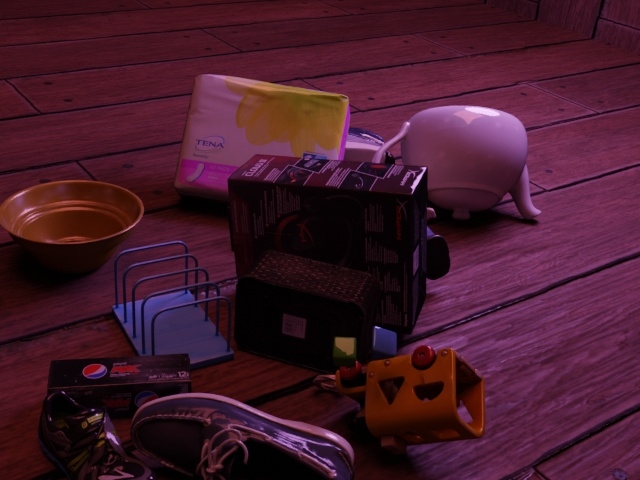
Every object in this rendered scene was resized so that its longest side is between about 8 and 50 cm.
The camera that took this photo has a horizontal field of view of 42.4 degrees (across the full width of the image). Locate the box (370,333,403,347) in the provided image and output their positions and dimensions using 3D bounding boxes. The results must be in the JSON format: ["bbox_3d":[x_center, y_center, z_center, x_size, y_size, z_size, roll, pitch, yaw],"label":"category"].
[{"bbox_3d":[0.077,0.129,1.195,0.083,0.018,0.067,14,29,16],"label":"box"}]

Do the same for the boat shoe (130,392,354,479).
[{"bbox_3d":[-0.089,0.237,0.898,0.254,0.095,0.079,16,18,1],"label":"boat shoe"}]

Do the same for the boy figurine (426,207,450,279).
[{"bbox_3d":[0.100,-0.022,1.401,0.177,0.092,0.285,-28,34,-10],"label":"boy figurine"}]

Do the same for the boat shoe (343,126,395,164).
[{"bbox_3d":[-0.022,-0.178,1.655,0.340,0.127,0.158,13,21,-2],"label":"boat shoe"}]

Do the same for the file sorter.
[{"bbox_3d":[-0.205,0.089,1.131,0.118,0.105,0.170,-12,33,-27],"label":"file sorter"}]

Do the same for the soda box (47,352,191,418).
[{"bbox_3d":[-0.244,0.179,1.010,0.168,0.053,0.060,-1,29,-13],"label":"soda box"}]

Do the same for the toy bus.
[{"bbox_3d":[0.094,0.197,0.979,0.190,0.202,0.104,10,58,-7],"label":"toy bus"}]

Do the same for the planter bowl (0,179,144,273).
[{"bbox_3d":[-0.386,-0.010,1.292,0.217,0.090,0.217,4,29,-2],"label":"planter bowl"}]

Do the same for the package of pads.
[{"bbox_3d":[-0.103,-0.174,1.500,0.296,0.229,0.101,9,-10,5],"label":"package of pads"}]

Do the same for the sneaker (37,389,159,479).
[{"bbox_3d":[-0.248,0.226,0.898,0.188,0.078,0.067,27,36,33],"label":"sneaker"}]

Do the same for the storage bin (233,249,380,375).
[{"bbox_3d":[-0.019,0.099,1.125,0.180,0.122,0.084,13,29,13],"label":"storage bin"}]

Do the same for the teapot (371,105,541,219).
[{"bbox_3d":[0.260,-0.131,1.542,0.256,0.187,0.252,1,-11,29],"label":"teapot"}]

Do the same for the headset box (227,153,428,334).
[{"bbox_3d":[0.000,0.000,1.184,0.293,0.218,0.110,5,27,18],"label":"headset box"}]
